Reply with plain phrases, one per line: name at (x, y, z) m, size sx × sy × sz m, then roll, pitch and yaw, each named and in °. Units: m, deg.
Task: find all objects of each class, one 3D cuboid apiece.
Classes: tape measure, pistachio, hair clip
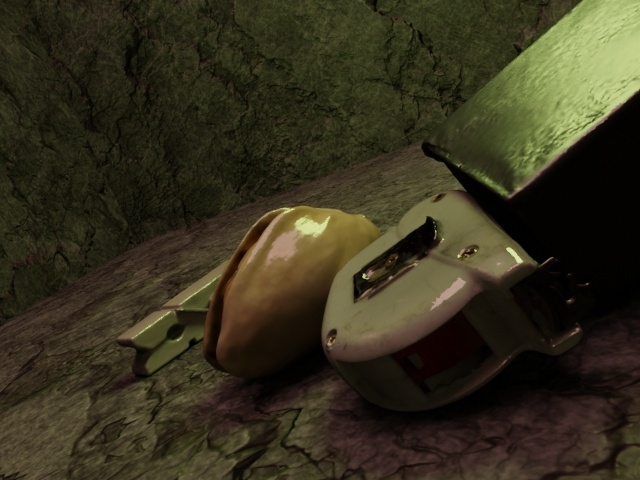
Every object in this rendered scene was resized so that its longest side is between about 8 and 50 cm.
tape measure at (0.122, 0.060, 0.612) m, size 0.265 × 0.130 × 0.258 m, roll -36°, pitch 20°, yaw 12°
pistachio at (-0.039, 0.069, 0.808) m, size 0.318 × 0.214 × 0.193 m, roll -46°, pitch 23°, yaw -21°
hair clip at (-0.247, 0.142, 1.106) m, size 0.085 × 0.101 × 0.330 m, roll -6°, pitch 21°, yaw 39°

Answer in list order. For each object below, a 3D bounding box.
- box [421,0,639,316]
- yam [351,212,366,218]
box at (0.344, -0.130, 0.655) m, size 0.345 × 0.204 × 0.251 m, roll -41°, pitch 25°, yaw 7°
yam at (0.000, 0.000, 1.386) m, size 0.252 × 0.061 × 0.061 m, roll -23°, pitch 12°, yaw -2°
